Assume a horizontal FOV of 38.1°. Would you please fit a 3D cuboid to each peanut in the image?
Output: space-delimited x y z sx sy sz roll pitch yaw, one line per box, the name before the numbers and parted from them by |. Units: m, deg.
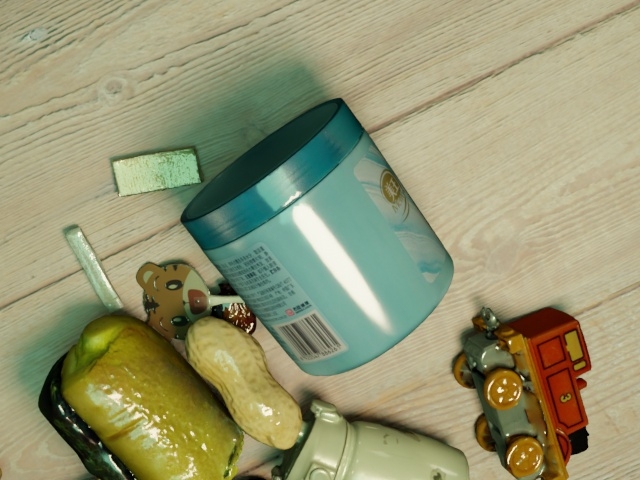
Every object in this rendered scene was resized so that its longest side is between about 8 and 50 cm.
peanut | -0.130 0.247 1.622 0.111 0.125 0.274 -37 88 26

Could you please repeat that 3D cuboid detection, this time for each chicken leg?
chicken leg | -0.143 0.194 1.710 0.106 0.051 0.253 -20 107 -5

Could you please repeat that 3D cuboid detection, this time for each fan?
fan | -0.219 0.108 1.661 0.226 0.008 0.152 -5 99 15

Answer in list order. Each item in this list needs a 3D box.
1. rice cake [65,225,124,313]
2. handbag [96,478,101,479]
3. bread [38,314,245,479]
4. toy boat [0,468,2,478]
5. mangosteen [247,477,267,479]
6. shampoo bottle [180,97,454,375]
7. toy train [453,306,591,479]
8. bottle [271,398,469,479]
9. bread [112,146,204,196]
rice cake | -0.403 0.054 1.659 0.033 0.029 0.171 -26 104 -4
handbag | -0.315 0.620 1.714 0.283 0.133 0.401 -41 104 -27
bread | -0.298 0.305 1.614 0.208 0.251 0.376 -29 107 41
toy boat | -0.749 0.443 1.688 0.321 0.089 0.121 -2 109 -7
mangosteen | -0.120 0.531 1.747 0.137 0.137 0.151 23 99 -10
shampoo bottle | 0.000 0.000 1.532 0.331 0.331 0.343 -35 105 3
toy train | 0.392 0.276 1.730 0.231 0.163 0.369 -22 104 -9
bottle | 0.074 0.437 1.706 0.351 0.229 0.229 21 100 -10
bread | -0.287 -0.121 1.630 0.153 0.028 0.068 -11 104 -2
